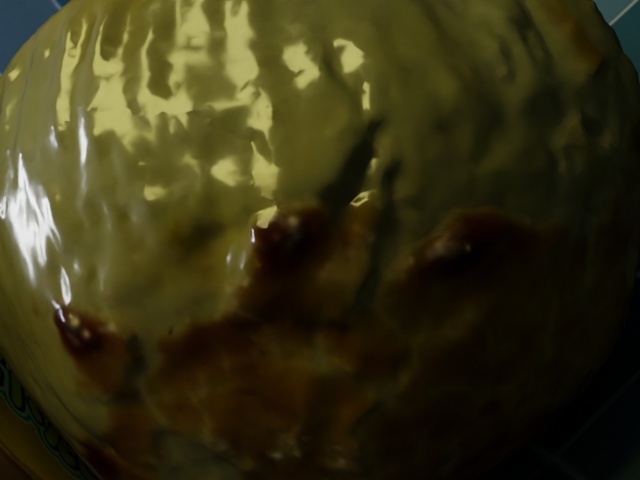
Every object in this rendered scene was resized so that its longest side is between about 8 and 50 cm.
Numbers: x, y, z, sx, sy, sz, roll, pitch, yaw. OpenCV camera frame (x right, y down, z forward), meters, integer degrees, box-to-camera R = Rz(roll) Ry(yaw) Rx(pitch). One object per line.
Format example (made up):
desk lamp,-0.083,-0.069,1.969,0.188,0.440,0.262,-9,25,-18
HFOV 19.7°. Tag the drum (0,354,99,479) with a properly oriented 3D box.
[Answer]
drum,-0.272,0.086,1.150,0.214,0.431,0.431,-36,23,9

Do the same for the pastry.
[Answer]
pastry,0.000,0.000,1.014,0.388,0.313,0.388,-15,-6,-2
